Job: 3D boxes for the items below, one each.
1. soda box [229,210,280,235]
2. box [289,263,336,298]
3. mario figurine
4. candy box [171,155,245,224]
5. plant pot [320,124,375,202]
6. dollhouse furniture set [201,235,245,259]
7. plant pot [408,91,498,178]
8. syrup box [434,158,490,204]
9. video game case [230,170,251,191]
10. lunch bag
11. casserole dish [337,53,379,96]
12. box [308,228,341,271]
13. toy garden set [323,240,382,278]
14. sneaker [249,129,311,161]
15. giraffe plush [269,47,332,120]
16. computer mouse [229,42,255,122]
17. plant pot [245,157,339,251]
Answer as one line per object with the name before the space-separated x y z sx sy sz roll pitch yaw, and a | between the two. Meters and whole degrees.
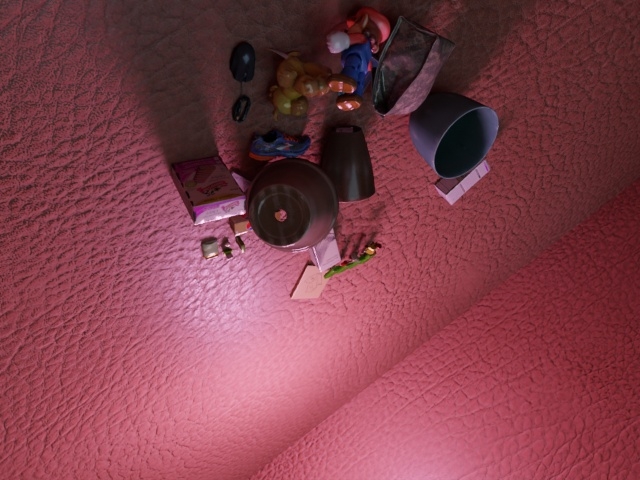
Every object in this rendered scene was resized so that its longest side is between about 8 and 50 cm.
soda box | -0.237 -0.080 1.723 0.181 0.061 0.058 -18 137 -22
box | -0.036 0.188 2.174 0.164 0.021 0.201 3 127 -39
mario figurine | 0.087 -0.544 1.388 0.170 0.321 0.198 22 159 -9
candy box | -0.340 -0.158 1.431 0.159 0.233 0.071 -16 137 -24
plant pot | 0.090 -0.283 1.680 0.215 0.215 0.231 -16 123 -24
dollhouse furniture set | -0.358 0.035 1.749 0.151 0.059 0.076 -17 137 -23
plant pot | 0.472 -0.419 1.783 0.292 0.235 0.293 -21 139 -20
syrup box | 0.644 -0.288 2.155 0.237 0.093 0.096 -43 141 7
video game case | -0.304 -0.173 1.622 0.122 0.011 0.087 -48 140 13
lunch bag | 0.275 -0.537 1.521 0.235 0.168 0.287 -28 149 -58
casserole dish | 0.126 -0.544 1.558 0.114 0.037 0.188 14 120 -44
box | 0.000 0.000 1.955 0.113 0.094 0.275 -31 140 -10
toy garden set | 0.145 0.079 2.116 0.244 0.049 0.204 -20 166 -29
sneaker | -0.127 -0.321 1.557 0.221 0.083 0.087 -17 129 -28
giraffe plush | -0.083 -0.439 1.396 0.181 0.210 0.171 -34 154 -45
computer mouse | -0.226 -0.451 1.381 0.071 0.041 0.242 -14 137 -27
plant pot | -0.107 -0.097 1.520 0.323 0.323 0.280 -48 -176 13
